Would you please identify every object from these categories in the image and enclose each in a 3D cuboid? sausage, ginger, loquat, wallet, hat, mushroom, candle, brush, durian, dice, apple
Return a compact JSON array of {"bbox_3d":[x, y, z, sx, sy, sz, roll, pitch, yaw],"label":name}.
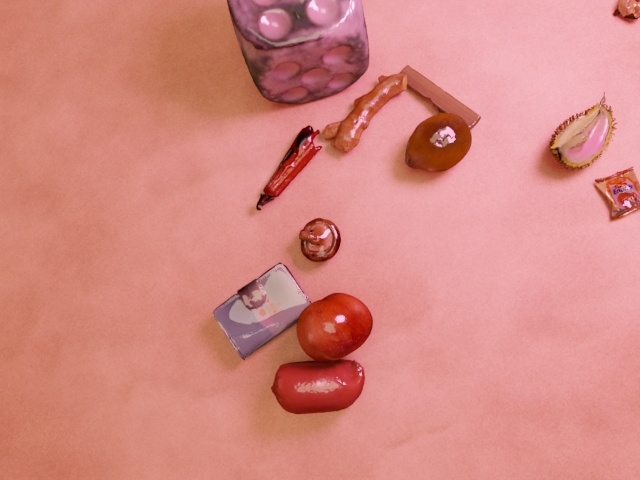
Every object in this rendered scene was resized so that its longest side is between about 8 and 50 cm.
[{"bbox_3d":[-0.009,0.387,1.180,0.254,0.148,0.148,-2,82,8],"label":"sausage"},{"bbox_3d":[0.141,-0.381,1.301,0.299,0.065,0.118,-43,69,2],"label":"ginger"},{"bbox_3d":[0.321,-0.265,1.225,0.195,0.152,0.152,-29,80,-6],"label":"loquat"},{"bbox_3d":[-0.162,0.195,1.259,0.250,0.075,0.176,-35,83,1],"label":"wallet"},{"bbox_3d":[0.875,-0.668,1.250,0.076,0.059,0.077,30,98,-23],"label":"hat"},{"bbox_3d":[0.000,0.000,1.258,0.127,0.087,0.127,-1,83,11],"label":"mushroom"},{"bbox_3d":[-0.099,-0.213,1.316,0.084,0.059,0.302,37,86,23],"label":"candle"},{"bbox_3d":[0.340,-0.415,1.294,0.054,0.048,0.282,-45,72,-3],"label":"brush"},{"bbox_3d":[0.702,-0.281,1.204,0.220,0.095,0.137,-41,115,-1],"label":"durian"},{"bbox_3d":[-0.058,-0.601,1.218,0.330,0.348,0.328,-15,82,6],"label":"dice"},{"bbox_3d":[0.032,0.221,1.165,0.201,0.201,0.162,-37,90,1],"label":"apple"}]

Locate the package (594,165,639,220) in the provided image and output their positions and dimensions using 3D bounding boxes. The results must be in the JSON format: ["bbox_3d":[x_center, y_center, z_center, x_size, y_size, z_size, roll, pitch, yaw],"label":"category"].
[{"bbox_3d":[0.815,-0.128,1.196,0.108,0.031,0.121,-20,80,4],"label":"package"}]
